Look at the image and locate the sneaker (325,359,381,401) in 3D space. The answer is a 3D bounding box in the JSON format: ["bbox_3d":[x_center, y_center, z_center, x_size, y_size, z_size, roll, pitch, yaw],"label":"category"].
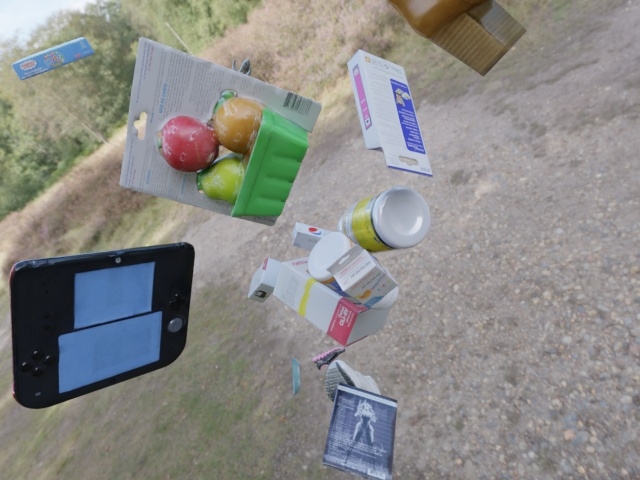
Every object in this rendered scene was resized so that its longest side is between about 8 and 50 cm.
[{"bbox_3d":[0.112,0.463,1.314,0.111,0.297,0.129,-16,30,31],"label":"sneaker"}]

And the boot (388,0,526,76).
[{"bbox_3d":[0.153,-0.307,0.370,0.104,0.211,0.295,-47,0,-33],"label":"boot"}]

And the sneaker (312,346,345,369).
[{"bbox_3d":[0.035,0.403,1.458,0.120,0.047,0.057,-24,70,-3],"label":"sneaker"}]

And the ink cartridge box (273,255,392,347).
[{"bbox_3d":[0.049,0.214,1.671,0.385,0.279,0.160,30,112,31],"label":"ink cartridge box"}]

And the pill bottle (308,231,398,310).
[{"bbox_3d":[0.106,0.102,1.254,0.152,0.272,0.152,-31,41,32],"label":"pill bottle"}]

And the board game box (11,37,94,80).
[{"bbox_3d":[-0.620,-0.428,0.998,0.160,0.039,0.211,-31,34,-16],"label":"board game box"}]

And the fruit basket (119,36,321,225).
[{"bbox_3d":[-0.215,-0.202,0.899,0.165,0.354,0.326,-88,19,-55],"label":"fruit basket"}]

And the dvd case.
[{"bbox_3d":[0.104,0.471,1.062,0.221,0.165,0.018,-71,-3,-52],"label":"dvd case"}]

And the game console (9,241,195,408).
[{"bbox_3d":[-0.472,0.181,0.970,0.060,0.387,0.341,29,114,35],"label":"game console"}]

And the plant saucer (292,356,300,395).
[{"bbox_3d":[-0.077,0.429,1.361,0.022,0.119,0.119,-2,32,-7],"label":"plant saucer"}]

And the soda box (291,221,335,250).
[{"bbox_3d":[0.000,0.000,1.626,0.073,0.216,0.069,-103,32,-57],"label":"soda box"}]

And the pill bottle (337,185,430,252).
[{"bbox_3d":[0.185,-0.053,1.383,0.187,0.188,0.334,-52,13,-18],"label":"pill bottle"}]

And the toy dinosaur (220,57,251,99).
[{"bbox_3d":[-0.183,-0.287,1.085,0.121,0.313,0.160,-12,22,6],"label":"toy dinosaur"}]

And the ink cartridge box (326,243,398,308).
[{"bbox_3d":[0.107,0.093,1.074,0.104,0.181,0.061,-41,49,10],"label":"ink cartridge box"}]

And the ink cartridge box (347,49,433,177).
[{"bbox_3d":[0.190,-0.337,1.175,0.069,0.176,0.370,-35,59,48],"label":"ink cartridge box"}]

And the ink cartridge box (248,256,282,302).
[{"bbox_3d":[-0.234,0.169,1.811,0.175,0.073,0.127,-46,28,50],"label":"ink cartridge box"}]
